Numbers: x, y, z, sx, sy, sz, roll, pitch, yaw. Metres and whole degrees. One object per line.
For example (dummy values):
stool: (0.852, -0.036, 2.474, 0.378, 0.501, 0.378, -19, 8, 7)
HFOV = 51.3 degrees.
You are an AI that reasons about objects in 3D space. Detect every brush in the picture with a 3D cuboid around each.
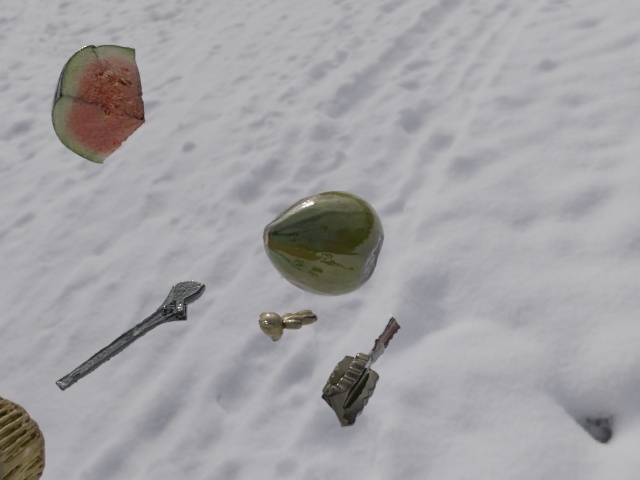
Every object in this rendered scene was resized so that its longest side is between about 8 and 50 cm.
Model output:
brush: (0.086, 0.226, 1.234, 0.071, 0.084, 0.301, -19, 14, 33)

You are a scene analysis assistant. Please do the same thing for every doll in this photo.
doll: (-0.055, 0.131, 1.108, 0.093, 0.051, 0.061, -28, 19, -14)

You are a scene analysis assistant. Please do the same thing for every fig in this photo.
fig: (0.000, 0.000, 1.458, 0.271, 0.239, 0.239, 10, 27, -32)

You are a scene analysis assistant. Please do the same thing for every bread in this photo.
bread: (-0.640, 0.382, 1.221, 0.254, 0.227, 0.142, 4, 18, 14)

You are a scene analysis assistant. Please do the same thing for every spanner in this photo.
spanner: (-0.354, 0.177, 1.254, 0.325, 0.026, 0.093, -34, 41, -11)

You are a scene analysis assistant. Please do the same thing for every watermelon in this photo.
watermelon: (-0.352, -0.212, 1.005, 0.137, 0.192, 0.145, 24, 12, 42)
